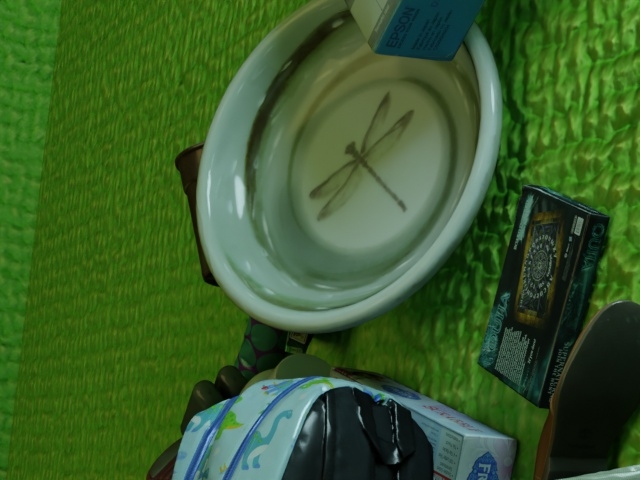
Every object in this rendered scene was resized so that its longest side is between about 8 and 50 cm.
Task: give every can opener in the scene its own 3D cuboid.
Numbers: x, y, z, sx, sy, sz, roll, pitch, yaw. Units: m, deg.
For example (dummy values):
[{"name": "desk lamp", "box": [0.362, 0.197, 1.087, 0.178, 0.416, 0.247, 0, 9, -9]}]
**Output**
[{"name": "can opener", "box": [-0.132, 0.258, 2.051, 0.095, 0.076, 0.283, 54, 156, 15]}]

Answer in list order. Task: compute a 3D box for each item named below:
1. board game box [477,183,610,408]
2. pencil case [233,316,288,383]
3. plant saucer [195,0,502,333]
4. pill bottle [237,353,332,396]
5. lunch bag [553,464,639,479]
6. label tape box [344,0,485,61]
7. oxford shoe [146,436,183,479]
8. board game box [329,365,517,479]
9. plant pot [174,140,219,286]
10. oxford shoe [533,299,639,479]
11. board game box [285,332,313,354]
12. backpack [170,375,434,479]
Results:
[{"name": "board game box", "box": [0.207, 0.050, 1.470, 0.126, 0.026, 0.186, -144, 65, -64]}, {"name": "pencil case", "box": [-0.070, 0.115, 1.992, 0.070, 0.064, 0.151, 34, 125, 30]}, {"name": "plant saucer", "box": [0.043, -0.083, 1.694, 0.400, 0.100, 0.400, -17, 62, 35]}, {"name": "pill bottle", "box": [-0.056, 0.229, 1.871, 0.221, 0.124, 0.124, -53, 36, 45]}, {"name": "lunch bag", "box": [0.184, 0.321, 1.235, 0.287, 0.169, 0.235, -26, 54, 34]}, {"name": "label tape box", "box": [0.079, -0.381, 1.587, 0.240, 0.106, 0.333, -61, 41, 39]}, {"name": "oxford shoe", "box": [-0.049, 0.278, 1.730, 0.123, 0.130, 0.348, -47, 23, -28]}, {"name": "board game box", "box": [0.071, 0.318, 1.625, 0.319, 0.066, 0.318, -160, 80, -66]}, {"name": "plant pot", "box": [-0.099, -0.033, 2.032, 0.167, 0.167, 0.165, -36, 57, 58]}, {"name": "oxford shoe", "box": [0.223, 0.141, 1.350, 0.076, 0.076, 0.212, -115, 40, -68]}, {"name": "board game box", "box": [0.000, 0.000, 1.881, 0.136, 0.030, 0.259, -76, -3, -83]}, {"name": "backpack", "box": [-0.026, 0.294, 1.423, 0.273, 0.290, 0.355, 6, 72, 52]}]
